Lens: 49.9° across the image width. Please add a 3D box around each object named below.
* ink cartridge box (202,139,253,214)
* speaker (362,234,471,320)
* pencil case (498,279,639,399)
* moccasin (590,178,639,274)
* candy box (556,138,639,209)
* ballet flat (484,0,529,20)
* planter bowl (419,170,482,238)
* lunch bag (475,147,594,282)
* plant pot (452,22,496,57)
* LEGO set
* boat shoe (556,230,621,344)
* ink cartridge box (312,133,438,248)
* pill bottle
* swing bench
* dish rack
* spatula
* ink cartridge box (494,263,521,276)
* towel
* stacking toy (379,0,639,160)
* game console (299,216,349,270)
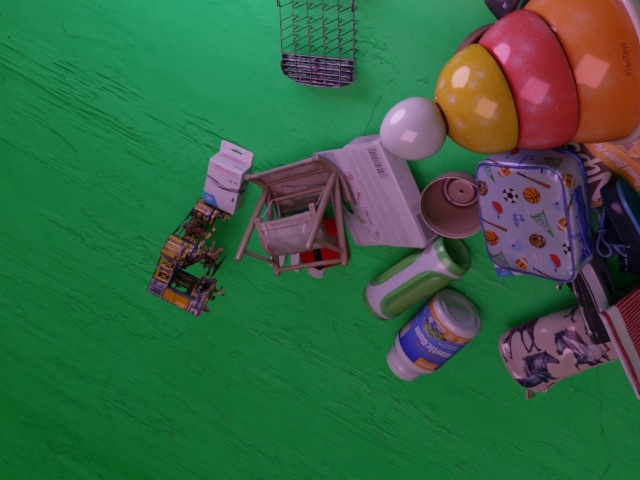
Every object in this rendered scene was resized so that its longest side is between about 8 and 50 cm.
[{"bbox_3d":[-0.257,-0.174,1.899,0.104,0.060,0.180,25,127,9],"label":"ink cartridge box"},{"bbox_3d":[0.247,0.099,1.800,0.131,0.131,0.296,46,127,-8],"label":"speaker"},{"bbox_3d":[0.653,0.242,1.680,0.410,0.160,0.183,-30,78,35],"label":"pencil case"},{"bbox_3d":[0.653,-0.002,1.481,0.117,0.137,0.342,-15,139,32],"label":"moccasin"},{"bbox_3d":[0.616,-0.184,1.479,0.317,0.087,0.182,-25,107,34],"label":"candy box"},{"bbox_3d":[0.407,-0.559,1.339,0.096,0.095,0.280,39,129,13],"label":"ballet flat"},{"bbox_3d":[0.329,-0.100,1.648,0.162,0.109,0.162,11,123,18],"label":"planter bowl"},{"bbox_3d":[0.470,-0.054,1.488,0.243,0.115,0.303,12,129,45],"label":"lunch bag"},{"bbox_3d":[0.348,-0.339,1.460,0.110,0.237,0.237,33,144,59],"label":"plant pot"},{"bbox_3d":[-0.325,0.052,1.923,0.192,0.331,0.254,27,114,-3],"label":"LEGO set"},{"bbox_3d":[0.605,0.087,1.580,0.105,0.113,0.306,-32,73,42],"label":"boat shoe"},{"bbox_3d":[0.137,-0.121,1.752,0.261,0.066,0.296,2,124,53],"label":"ink cartridge box"},{"bbox_3d":[0.298,0.266,1.867,0.152,0.152,0.272,36,127,0],"label":"pill bottle"},{"bbox_3d":[-0.064,-0.060,1.767,0.253,0.254,0.165,-10,157,39],"label":"swing bench"},{"bbox_3d":[0.000,-0.489,1.580,0.208,0.074,0.271,12,126,19],"label":"dish rack"},{"bbox_3d":[-0.058,-0.009,1.943,0.168,0.019,0.241,16,122,16],"label":"spatula"},{"bbox_3d":[0.468,0.023,1.699,0.089,0.052,0.122,-9,115,29],"label":"ink cartridge box"},{"bbox_3d":[0.785,0.175,1.505,0.237,0.329,0.037,62,167,-9],"label":"towel"},{"bbox_3d":[0.334,-0.280,1.279,0.480,0.350,0.350,-20,114,-2],"label":"stacking toy"},{"bbox_3d":[0.000,0.000,1.903,0.124,0.085,0.143,18,128,48],"label":"game console"}]
